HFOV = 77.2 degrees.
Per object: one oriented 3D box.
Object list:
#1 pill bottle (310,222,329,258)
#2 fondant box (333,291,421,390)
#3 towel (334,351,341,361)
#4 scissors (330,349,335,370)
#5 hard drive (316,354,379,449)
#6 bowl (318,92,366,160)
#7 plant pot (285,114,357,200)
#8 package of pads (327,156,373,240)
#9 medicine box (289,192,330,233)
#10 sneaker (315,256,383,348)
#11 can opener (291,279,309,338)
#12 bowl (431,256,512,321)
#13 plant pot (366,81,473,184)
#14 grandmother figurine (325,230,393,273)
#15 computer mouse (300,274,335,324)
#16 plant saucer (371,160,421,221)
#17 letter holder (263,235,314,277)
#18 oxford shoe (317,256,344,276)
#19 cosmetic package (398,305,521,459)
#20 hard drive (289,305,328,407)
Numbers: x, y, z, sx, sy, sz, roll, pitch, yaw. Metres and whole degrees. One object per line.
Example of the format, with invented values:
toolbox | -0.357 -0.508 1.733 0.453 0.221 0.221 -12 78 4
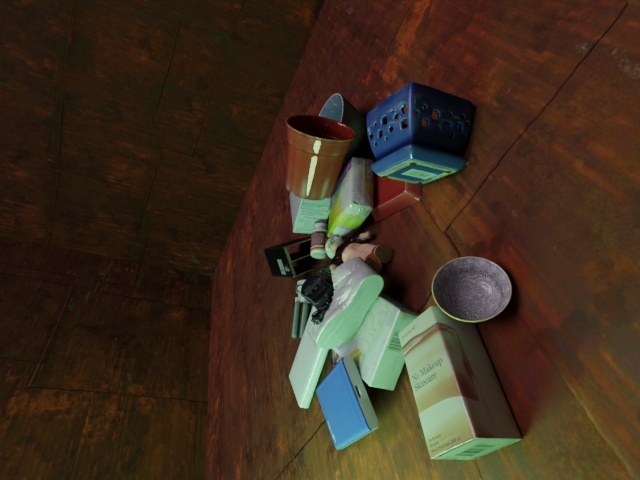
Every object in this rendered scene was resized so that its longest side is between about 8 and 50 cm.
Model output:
pill bottle | 0.000 0.000 1.815 0.086 0.086 0.151 -39 43 54
fondant box | 0.149 0.279 1.273 0.330 0.096 0.238 27 97 64
towel | 0.097 0.375 1.454 0.197 0.029 0.144 -23 55 61
scissors | 0.054 0.479 1.460 0.109 0.021 0.296 163 112 -68
hard drive | 0.072 0.516 1.256 0.318 0.040 0.210 113 141 -51
bowl | 0.091 -0.474 1.789 0.311 0.163 0.311 -46 37 49
plant pot | -0.022 -0.316 1.565 0.272 0.273 0.264 -111 29 -53
package of pads | 0.113 -0.150 1.572 0.296 0.101 0.229 122 156 -60
medicine box | -0.043 -0.219 1.895 0.289 0.149 0.263 110 159 -43
sneaker | 0.071 0.190 1.269 0.292 0.108 0.169 -53 28 10
can opener | -0.082 0.316 1.860 0.093 0.074 0.280 72 -159 -65
bowl | 0.350 0.128 0.934 0.080 0.170 0.170 63 -164 -49
plant pot | 0.286 -0.294 1.182 0.236 0.236 0.211 -16 69 63
grandmother figurine | 0.112 0.051 1.479 0.208 0.104 0.342 -37 21 -14
computer mouse | 0.004 0.235 1.665 0.188 0.072 0.272 -46 28 -4
plant saucer | 0.257 -0.222 1.420 0.259 0.048 0.258 -28 52 59
letter holder | -0.120 0.076 1.998 0.302 0.215 0.151 -7 102 64
oxford shoe | 0.059 0.096 1.639 0.227 0.083 0.096 -4 63 62
cosmetic package | 0.298 0.317 0.911 0.153 0.129 0.296 -57 29 39
hard drive | -0.039 0.469 1.662 0.233 0.047 0.352 -137 64 -69
